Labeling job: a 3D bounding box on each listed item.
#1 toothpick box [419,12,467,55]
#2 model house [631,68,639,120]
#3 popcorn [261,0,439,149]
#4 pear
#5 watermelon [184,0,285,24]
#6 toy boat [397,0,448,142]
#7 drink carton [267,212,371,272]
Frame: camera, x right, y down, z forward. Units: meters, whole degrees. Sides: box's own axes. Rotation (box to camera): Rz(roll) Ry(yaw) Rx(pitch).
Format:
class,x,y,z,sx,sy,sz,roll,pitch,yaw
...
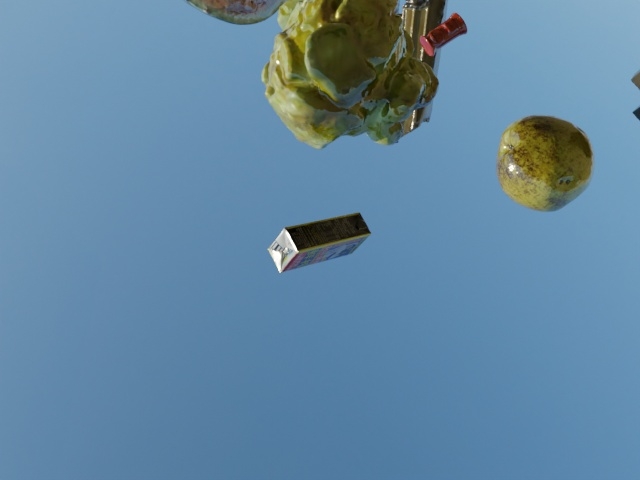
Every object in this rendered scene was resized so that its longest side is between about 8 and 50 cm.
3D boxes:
class,x,y,z,sx,sy,sz,roll,pitch,yaw
toothpick box,0.232,-0.389,1.198,0.083,0.047,0.047,-36,-112,0
model house,0.746,-0.328,1.216,0.211,0.243,0.204,-43,-97,-13
popcorn,0.043,-0.260,0.974,0.277,0.276,0.225,9,-148,-22
pear,0.450,-0.163,1.288,0.198,0.197,0.197,15,-134,-16
watermelon,-0.244,-0.660,1.482,0.251,0.292,0.283,7,-140,16
toy boat,0.204,-0.459,1.491,0.162,0.444,0.136,13,-155,16
drink carton,0.000,0.000,1.058,0.166,0.071,0.056,-14,-112,-40
